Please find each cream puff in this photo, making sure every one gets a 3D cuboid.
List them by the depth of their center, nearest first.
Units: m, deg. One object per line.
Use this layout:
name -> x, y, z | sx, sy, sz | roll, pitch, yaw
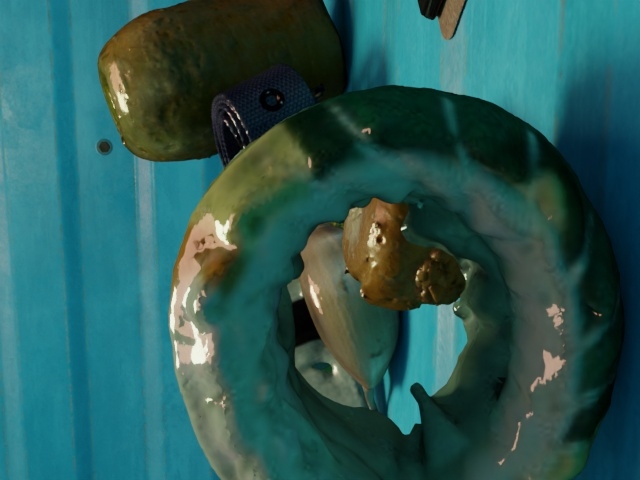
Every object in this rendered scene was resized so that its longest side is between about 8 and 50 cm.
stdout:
cream puff -> 0.082, -0.014, 0.696 | 0.165, 0.115, 0.150 | -88, 10, -53

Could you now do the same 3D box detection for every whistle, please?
whistle -> -0.040, 0.149, 1.170 | 0.405, 0.168, 0.188 | -112, -3, -48

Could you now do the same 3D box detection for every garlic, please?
garlic -> 0.042, 0.103, 1.033 | 0.148, 0.128, 0.267 | 0, -104, -65

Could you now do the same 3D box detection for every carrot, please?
carrot -> -0.140, -0.243, 1.273 | 0.224, 0.340, 0.224 | 161, 90, -75

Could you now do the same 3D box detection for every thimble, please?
thimble -> 0.043, 0.053, 0.535 | 0.167, 0.254, 0.288 | -125, 16, -79

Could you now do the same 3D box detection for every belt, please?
belt -> -0.059, -0.136, 1.129 | 0.140, 0.126, 0.230 | 59, 165, 9

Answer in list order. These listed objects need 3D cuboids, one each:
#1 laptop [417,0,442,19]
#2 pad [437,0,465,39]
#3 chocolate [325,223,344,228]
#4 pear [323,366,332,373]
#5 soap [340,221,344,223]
laptop -> 0.096, -0.327, 0.804 | 0.154, 0.026, 0.207 | 108, 158, -63
pad -> 0.112, -0.329, 0.798 | 0.176, 0.002, 0.266 | 103, 163, -59
chocolate -> 0.000, 0.000, 1.339 | 0.219, 0.085, 0.086 | 124, 143, -72
pear -> -0.052, 0.292, 1.428 | 0.282, 0.176, 0.287 | -159, 69, -82
soap -> 0.031, -0.106, 1.149 | 0.203, 0.065, 0.122 | -117, 28, -69
